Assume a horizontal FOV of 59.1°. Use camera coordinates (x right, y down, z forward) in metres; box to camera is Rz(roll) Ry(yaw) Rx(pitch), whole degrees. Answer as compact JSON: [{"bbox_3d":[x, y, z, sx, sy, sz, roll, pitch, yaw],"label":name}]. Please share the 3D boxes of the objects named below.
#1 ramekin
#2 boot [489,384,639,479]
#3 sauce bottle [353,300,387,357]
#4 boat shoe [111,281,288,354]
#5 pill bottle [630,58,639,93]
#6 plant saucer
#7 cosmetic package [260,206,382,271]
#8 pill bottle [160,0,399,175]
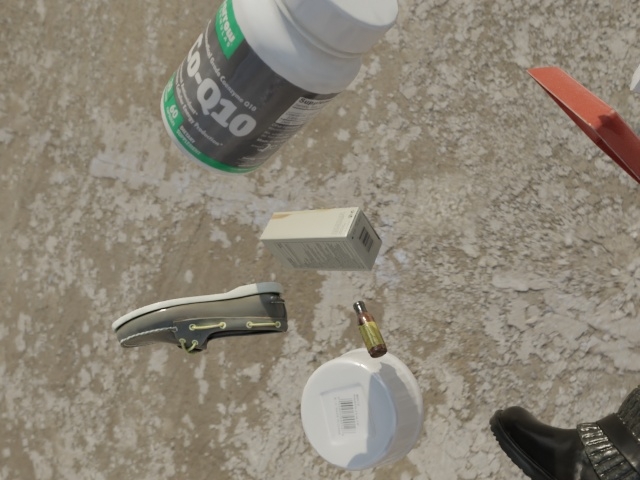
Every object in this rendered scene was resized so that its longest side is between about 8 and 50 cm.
[{"bbox_3d":[0.088,0.393,1.312,0.277,0.135,0.277,-4,81,30],"label":"ramekin"},{"bbox_3d":[0.490,0.349,1.022,0.260,0.131,0.348,-54,27,6],"label":"boot"},{"bbox_3d":[0.101,0.185,1.191,0.042,0.042,0.128,-40,47,21],"label":"sauce bottle"},{"bbox_3d":[-0.207,0.149,1.000,0.305,0.109,0.091,-11,72,-14],"label":"boat shoe"},{"bbox_3d":[0.482,-0.189,0.664,0.193,0.108,0.108,20,97,15],"label":"pill bottle"},{"bbox_3d":[0.510,-0.202,1.019,0.048,0.258,0.259,-45,30,24],"label":"plant saucer"},{"bbox_3d":[0.000,0.000,0.598,0.115,0.060,0.041,0,51,36],"label":"cosmetic package"},{"bbox_3d":[-0.070,-0.261,0.821,0.361,0.204,0.204,-34,70,45],"label":"pill bottle"}]
